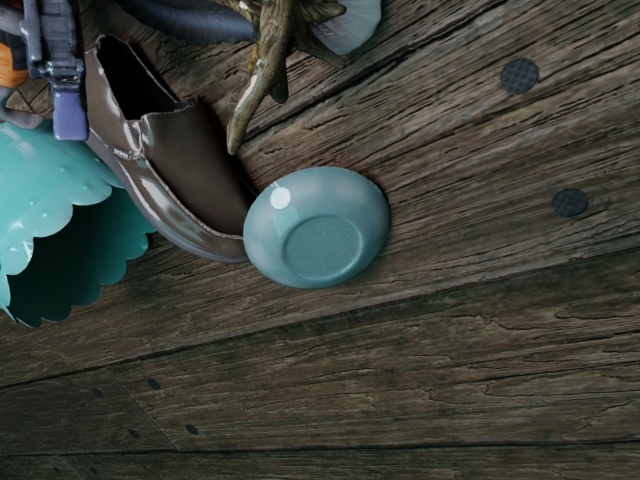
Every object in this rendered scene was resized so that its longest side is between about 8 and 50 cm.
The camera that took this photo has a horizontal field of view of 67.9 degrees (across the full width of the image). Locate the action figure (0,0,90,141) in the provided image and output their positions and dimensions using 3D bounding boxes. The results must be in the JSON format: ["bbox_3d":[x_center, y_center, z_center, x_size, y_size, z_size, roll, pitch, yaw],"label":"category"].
[{"bbox_3d":[-0.336,-0.237,0.474,0.330,0.179,0.341,-30,68,54],"label":"action figure"}]

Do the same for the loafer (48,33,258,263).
[{"bbox_3d":[-0.196,-0.118,0.622,0.366,0.133,0.130,43,130,-6],"label":"loafer"}]

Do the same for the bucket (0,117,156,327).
[{"bbox_3d":[-0.394,-0.029,0.700,0.183,0.281,0.281,39,130,6],"label":"bucket"}]

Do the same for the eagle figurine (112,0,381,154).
[{"bbox_3d":[-0.106,-0.278,0.468,0.226,0.225,0.298,-39,61,2],"label":"eagle figurine"}]

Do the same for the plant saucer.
[{"bbox_3d":[0.000,0.000,0.607,0.195,0.037,0.194,-6,126,-8],"label":"plant saucer"}]
